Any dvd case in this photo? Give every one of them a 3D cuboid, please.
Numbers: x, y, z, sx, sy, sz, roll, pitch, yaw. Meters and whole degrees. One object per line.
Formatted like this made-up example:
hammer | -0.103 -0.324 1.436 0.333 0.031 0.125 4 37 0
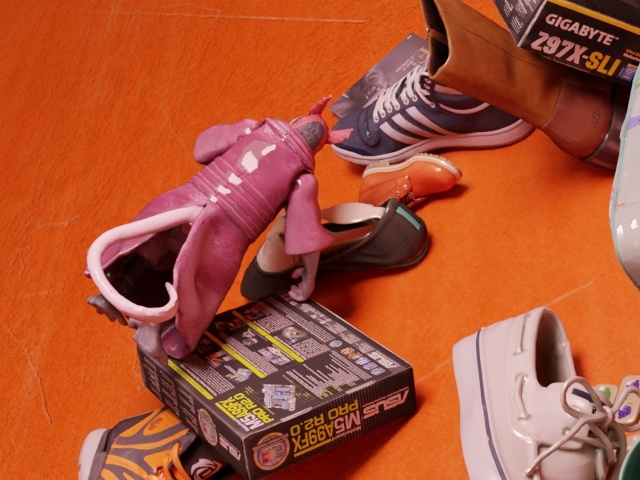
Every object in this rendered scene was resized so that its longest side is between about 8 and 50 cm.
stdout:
dvd case | 0.121 -0.197 2.038 0.164 0.018 0.221 -42 36 -5

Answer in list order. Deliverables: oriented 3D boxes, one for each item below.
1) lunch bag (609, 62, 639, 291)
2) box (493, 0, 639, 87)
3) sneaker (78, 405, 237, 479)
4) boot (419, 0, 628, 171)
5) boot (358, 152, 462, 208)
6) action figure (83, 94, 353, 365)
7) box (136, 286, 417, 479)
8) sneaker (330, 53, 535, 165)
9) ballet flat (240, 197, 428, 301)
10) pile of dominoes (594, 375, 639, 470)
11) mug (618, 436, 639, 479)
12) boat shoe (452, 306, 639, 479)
lunch bag | 0.386 -0.049 1.464 0.108 0.224 0.279 -11 49 39
box | 0.316 -0.293 1.768 0.079 0.257 0.322 -60 24 28
sneaker | -0.185 0.294 1.674 0.180 0.124 0.321 -28 36 17
boot | 0.225 -0.217 1.740 0.096 0.280 0.264 -46 30 41
boot | 0.107 -0.058 1.869 0.158 0.059 0.084 -11 46 46
action figure | -0.118 -0.049 1.711 0.248 0.275 0.370 40 79 21
box | -0.054 0.153 1.688 0.216 0.060 0.270 -21 28 -25
sneaker | 0.117 -0.182 1.884 0.282 0.153 0.099 -6 52 28
ballet flat | 0.000 0.000 1.860 0.280 0.096 0.095 -16 37 29
pile of dominoes | 0.290 0.196 1.428 0.251 0.040 0.196 -21 39 23
mug | 0.337 0.210 1.294 0.129 0.097 0.157 13 77 35
boat shoe | 0.228 0.179 1.402 0.156 0.136 0.367 -33 23 16
